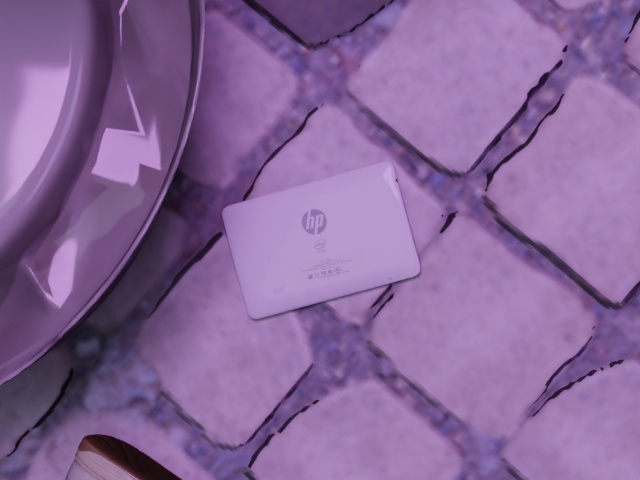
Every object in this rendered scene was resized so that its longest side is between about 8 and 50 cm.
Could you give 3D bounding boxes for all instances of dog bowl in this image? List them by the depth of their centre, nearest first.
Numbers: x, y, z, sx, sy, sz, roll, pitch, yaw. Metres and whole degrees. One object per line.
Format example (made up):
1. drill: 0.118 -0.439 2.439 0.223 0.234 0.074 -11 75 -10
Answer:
1. dog bowl: -0.216 -0.076 0.870 0.349 0.102 0.349 -1 80 5

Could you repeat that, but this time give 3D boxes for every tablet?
1. tablet: 0.000 0.000 0.901 0.083 0.006 0.054 -16 87 12

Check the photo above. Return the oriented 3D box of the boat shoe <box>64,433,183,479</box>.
1. boat shoe: -0.061 0.141 0.896 0.135 0.050 0.045 35 101 20
